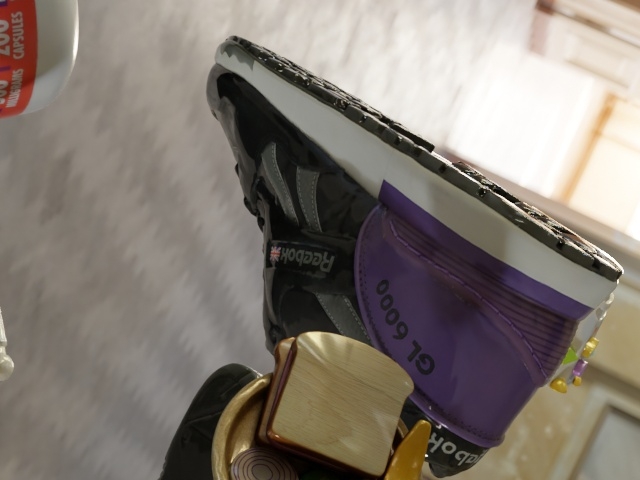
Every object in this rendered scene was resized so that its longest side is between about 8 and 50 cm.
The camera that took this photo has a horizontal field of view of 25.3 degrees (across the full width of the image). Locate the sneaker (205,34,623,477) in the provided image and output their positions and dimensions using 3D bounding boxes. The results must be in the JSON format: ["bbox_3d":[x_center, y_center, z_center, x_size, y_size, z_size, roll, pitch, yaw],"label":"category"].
[{"bbox_3d":[0.000,0.000,0.637,0.107,0.283,0.124,25,99,-34],"label":"sneaker"}]

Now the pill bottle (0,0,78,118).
[{"bbox_3d":[-0.318,-0.138,0.832,0.323,0.181,0.181,-15,141,-27],"label":"pill bottle"}]

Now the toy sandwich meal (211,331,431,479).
[{"bbox_3d":[0.003,0.072,0.488,0.085,0.085,0.029,-54,178,-37],"label":"toy sandwich meal"}]

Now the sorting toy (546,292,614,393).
[{"bbox_3d":[0.188,0.069,1.049,0.075,0.045,0.083,-57,161,17],"label":"sorting toy"}]

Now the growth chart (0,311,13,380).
[{"bbox_3d":[-0.192,-0.011,0.705,0.237,0.021,0.172,89,-13,-72],"label":"growth chart"}]

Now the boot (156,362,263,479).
[{"bbox_3d":[-0.051,0.217,1.047,0.178,0.085,0.236,24,96,-43],"label":"boot"}]
